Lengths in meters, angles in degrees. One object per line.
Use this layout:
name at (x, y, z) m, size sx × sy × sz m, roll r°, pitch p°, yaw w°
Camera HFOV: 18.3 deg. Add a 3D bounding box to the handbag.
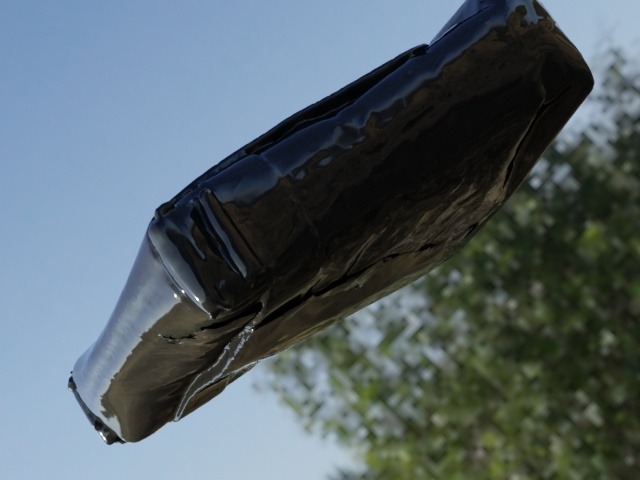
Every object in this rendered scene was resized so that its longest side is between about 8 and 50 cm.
handbag at (0.000, 0.000, 0.894) m, size 0.223 × 0.080 × 0.247 m, roll -37°, pitch -7°, yaw -24°
